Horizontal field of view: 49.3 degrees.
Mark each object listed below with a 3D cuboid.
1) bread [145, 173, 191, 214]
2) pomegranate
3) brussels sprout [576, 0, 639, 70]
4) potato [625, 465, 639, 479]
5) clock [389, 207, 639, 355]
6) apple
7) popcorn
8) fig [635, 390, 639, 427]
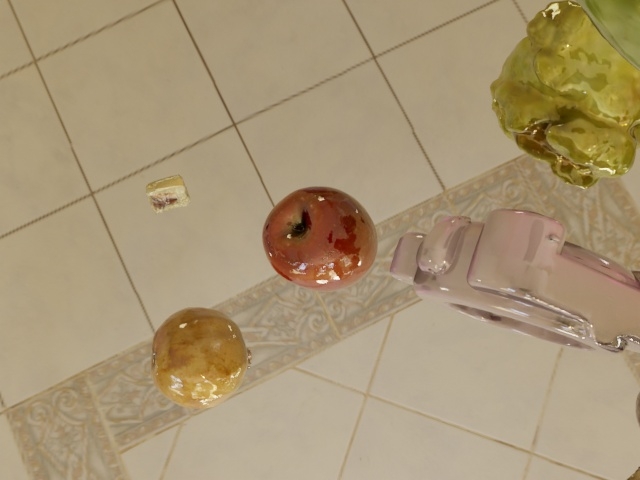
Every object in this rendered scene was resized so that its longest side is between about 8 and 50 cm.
[{"bbox_3d":[-0.258,-0.078,1.182,0.070,0.083,0.035,-15,67,-12],"label":"bread"},{"bbox_3d":[-0.242,0.232,1.394,0.207,0.207,0.207,0,79,2],"label":"pomegranate"},{"bbox_3d":[0.218,-0.216,0.274,0.273,0.242,0.317,40,122,9],"label":"brussels sprout"},{"bbox_3d":[0.611,0.507,1.318,0.239,0.299,0.116,-39,60,-12],"label":"potato"},{"bbox_3d":[0.260,0.057,0.901,0.295,0.322,0.114,21,83,-22],"label":"clock"},{"bbox_3d":[0.000,0.000,1.154,0.180,0.168,0.181,-9,65,19],"label":"apple"},{"bbox_3d":[0.367,-0.212,1.005,0.234,0.250,0.242,28,96,-1],"label":"popcorn"},{"bbox_3d":[0.363,0.169,0.720,0.088,0.125,0.089,-23,45,25],"label":"fig"}]
